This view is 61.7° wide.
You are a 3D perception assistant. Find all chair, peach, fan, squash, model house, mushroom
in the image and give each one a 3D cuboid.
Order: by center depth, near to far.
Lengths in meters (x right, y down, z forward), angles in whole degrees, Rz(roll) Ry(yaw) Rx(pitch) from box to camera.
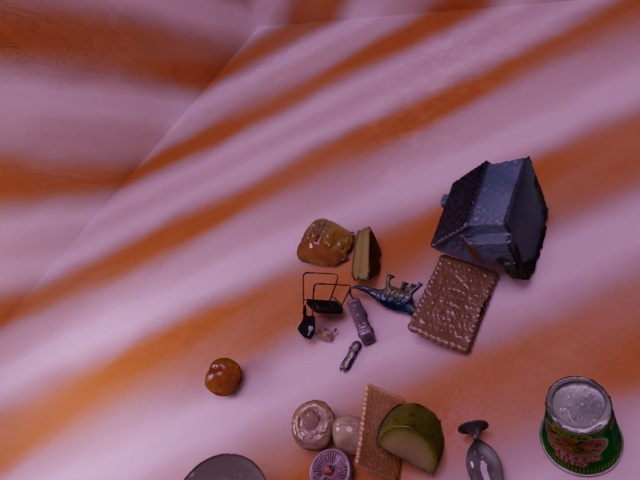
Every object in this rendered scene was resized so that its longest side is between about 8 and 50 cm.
[{"bbox_3d":[0.275,0.536,1.536,0.192,0.085,0.184,25,49,12],"label":"squash"},{"bbox_3d":[0.003,0.733,1.571,0.130,0.074,0.244,20,65,38],"label":"fan"},{"bbox_3d":[-0.022,0.579,1.685,0.154,0.122,0.154,-12,45,13],"label":"mushroom"},{"bbox_3d":[0.551,-0.059,1.839,0.339,0.297,0.360,0,52,38],"label":"model house"},{"bbox_3d":[-0.349,0.489,1.937,0.138,0.138,0.138,-15,47,17],"label":"peach"},{"bbox_3d":[0.006,0.242,1.962,0.145,0.220,0.140,6,11,-20],"label":"chair"}]

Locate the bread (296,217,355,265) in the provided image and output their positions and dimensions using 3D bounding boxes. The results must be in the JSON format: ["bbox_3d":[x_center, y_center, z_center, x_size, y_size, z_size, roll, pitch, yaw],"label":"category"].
[{"bbox_3d":[0.002,-0.004,2.174,0.252,0.133,0.174,7,54,34],"label":"bread"}]

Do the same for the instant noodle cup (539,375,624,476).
[{"bbox_3d":[0.651,0.453,1.351,0.207,0.232,0.206,-15,46,16],"label":"instant noodle cup"}]

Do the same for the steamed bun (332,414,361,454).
[{"bbox_3d":[0.095,0.585,1.609,0.130,0.112,0.091,17,36,13],"label":"steamed bun"}]

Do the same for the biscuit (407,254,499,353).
[{"bbox_3d":[0.446,0.205,1.787,0.217,0.044,0.324,19,61,21],"label":"biscuit"}]

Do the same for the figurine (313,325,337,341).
[{"bbox_3d":[0.018,0.335,1.938,0.083,0.047,0.050,2,38,38],"label":"figurine"}]

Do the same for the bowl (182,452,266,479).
[{"bbox_3d":[-0.270,0.821,1.582,0.338,0.157,0.337,-14,47,16],"label":"bowl"}]

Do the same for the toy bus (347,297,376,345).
[{"bbox_3d":[0.143,0.284,1.890,0.058,0.072,0.172,-23,45,3],"label":"toy bus"}]

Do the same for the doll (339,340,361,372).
[{"bbox_3d":[0.103,0.398,1.842,0.037,0.027,0.125,17,61,29],"label":"doll"}]

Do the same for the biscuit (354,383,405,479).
[{"bbox_3d":[0.178,0.562,1.583,0.030,0.160,0.249,-38,32,46],"label":"biscuit"}]

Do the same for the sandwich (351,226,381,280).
[{"bbox_3d":[0.176,0.069,2.054,0.090,0.088,0.244,-15,50,29],"label":"sandwich"}]

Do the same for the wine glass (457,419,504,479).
[{"bbox_3d":[0.437,0.597,1.443,0.093,0.093,0.202,-18,46,14],"label":"wine glass"}]

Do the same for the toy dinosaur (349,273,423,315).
[{"bbox_3d":[0.268,0.198,1.895,0.363,0.076,0.147,22,77,33],"label":"toy dinosaur"}]
